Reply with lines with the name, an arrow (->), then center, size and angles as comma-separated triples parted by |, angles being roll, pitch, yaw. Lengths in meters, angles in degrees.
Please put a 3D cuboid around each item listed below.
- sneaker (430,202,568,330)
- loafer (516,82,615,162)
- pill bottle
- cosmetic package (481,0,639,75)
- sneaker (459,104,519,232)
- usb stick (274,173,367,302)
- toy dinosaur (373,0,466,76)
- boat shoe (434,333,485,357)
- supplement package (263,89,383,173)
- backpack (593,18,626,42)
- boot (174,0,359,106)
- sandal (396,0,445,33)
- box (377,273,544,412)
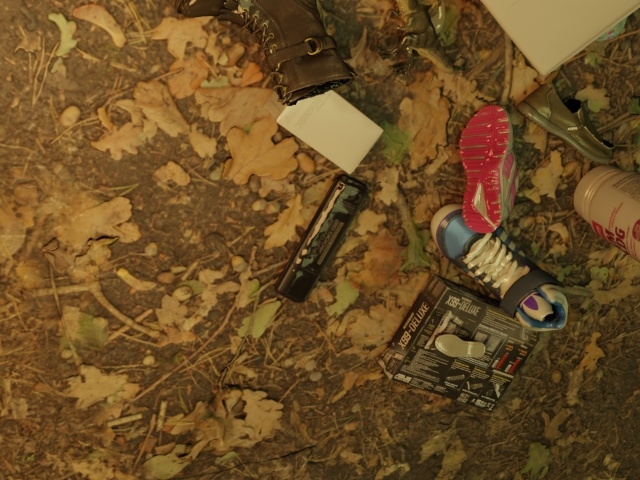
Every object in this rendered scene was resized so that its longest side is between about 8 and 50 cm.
sneaker -> 0.384, 0.066, 1.623 | 0.130, 0.236, 0.323 | -47, 120, 6
loafer -> 0.515, -0.237, 1.607 | 0.251, 0.094, 0.087 | 25, 108, -27
pill bottle -> 0.661, -0.049, 1.639 | 0.160, 0.283, 0.160 | -8, 116, -16
cosmetic package -> 0.328, -0.546, 1.218 | 0.327, 0.329, 0.394 | -37, 123, 22
sneaker -> 0.344, -0.145, 1.596 | 0.111, 0.103, 0.252 | -13, 109, -56
usb stick -> 0.000, 0.000, 1.569 | 0.077, 0.045, 0.278 | 25, 104, -20
toy dinosaur -> 0.165, -0.353, 1.426 | 0.118, 0.064, 0.268 | -35, 136, 12
boat shoe -> 0.291, 0.223, 1.691 | 0.125, 0.038, 0.046 | 8, 91, -24
supplement package -> 0.005, -0.220, 1.431 | 0.179, 0.105, 0.105 | 33, 100, -28
backpack -> 0.515, -0.466, 1.488 | 0.152, 0.115, 0.182 | -2, 118, -21
boot -> -0.085, -0.327, 1.291 | 0.263, 0.091, 0.229 | -15, 82, -14
sandal -> 0.177, -0.462, 1.390 | 0.088, 0.079, 0.240 | -25, 120, -7
box -> 0.318, 0.235, 1.773 | 0.307, 0.076, 0.242 | 22, 105, -27
